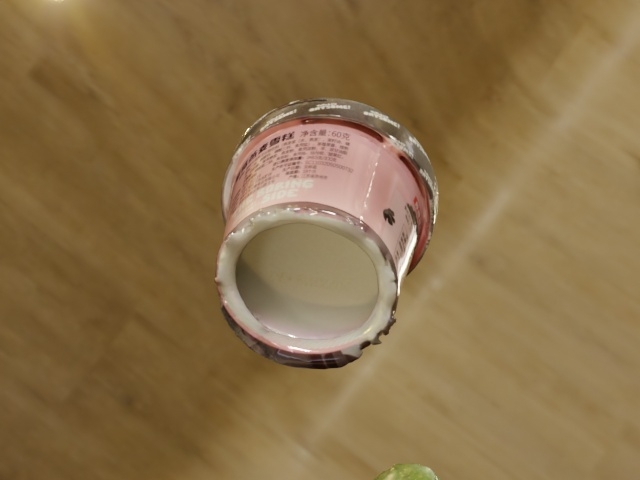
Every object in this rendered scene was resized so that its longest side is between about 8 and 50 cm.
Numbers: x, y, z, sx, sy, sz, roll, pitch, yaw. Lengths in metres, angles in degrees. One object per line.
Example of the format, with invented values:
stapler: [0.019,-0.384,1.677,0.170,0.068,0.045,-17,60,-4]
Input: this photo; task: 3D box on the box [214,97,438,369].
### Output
box: [0.000,0.000,1.059,0.135,0.151,0.151,-77,4,-57]

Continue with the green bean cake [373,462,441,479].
green bean cake: [0.050,0.327,1.264,0.248,0.222,0.125,-38,-51,5]
